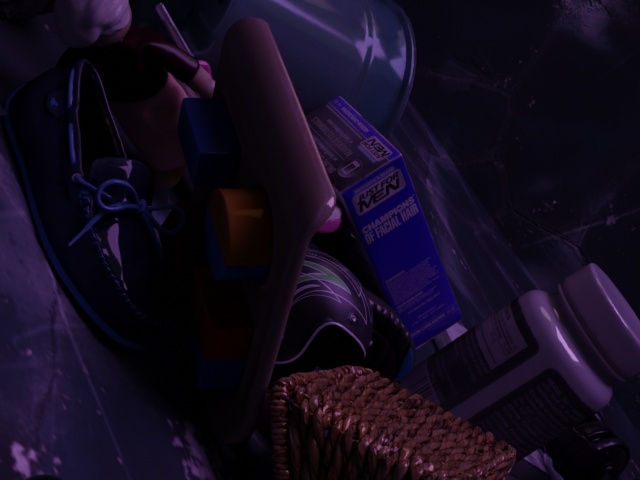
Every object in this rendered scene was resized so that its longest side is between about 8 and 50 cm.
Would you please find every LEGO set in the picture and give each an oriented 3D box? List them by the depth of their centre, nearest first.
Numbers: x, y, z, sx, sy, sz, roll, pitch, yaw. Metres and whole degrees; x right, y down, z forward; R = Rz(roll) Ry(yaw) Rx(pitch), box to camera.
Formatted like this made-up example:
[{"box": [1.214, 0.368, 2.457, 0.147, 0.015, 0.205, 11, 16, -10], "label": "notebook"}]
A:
[{"box": [-0.210, -0.340, 1.672, 0.244, 0.060, 0.182, 59, 0, -10], "label": "LEGO set"}]

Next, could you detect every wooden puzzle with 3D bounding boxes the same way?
[{"box": [-0.104, -0.011, 1.409, 0.081, 0.347, 0.322, 3, 43, -22], "label": "wooden puzzle"}]

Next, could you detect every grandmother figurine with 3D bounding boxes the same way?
[{"box": [-0.220, -0.190, 1.578, 0.342, 0.208, 0.104, 65, 17, -54], "label": "grandmother figurine"}]

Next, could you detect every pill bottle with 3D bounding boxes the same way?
[{"box": [0.297, 0.201, 1.978, 0.204, 0.361, 0.204, 49, 17, -20], "label": "pill bottle"}]

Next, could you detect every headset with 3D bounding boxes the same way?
[{"box": [0.457, 0.393, 2.448, 0.394, 0.185, 0.243, 44, 8, -16], "label": "headset"}]

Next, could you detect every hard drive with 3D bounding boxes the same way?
[{"box": [0.299, 0.282, 2.418, 0.203, 0.040, 0.307, 36, 23, -49], "label": "hard drive"}]

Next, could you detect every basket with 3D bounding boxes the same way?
[{"box": [0.048, 0.279, 1.454, 0.223, 0.213, 0.299, 28, 8, 18], "label": "basket"}]

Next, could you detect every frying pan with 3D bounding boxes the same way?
[{"box": [0.013, 0.022, 1.937, 0.197, 0.053, 0.326, 59, -6, -27], "label": "frying pan"}]

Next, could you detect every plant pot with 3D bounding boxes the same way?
[{"box": [-0.093, -0.285, 1.969, 0.334, 0.341, 0.341, 26, 31, -44], "label": "plant pot"}]

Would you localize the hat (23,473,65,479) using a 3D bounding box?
[{"box": [-0.122, 0.224, 1.031, 0.173, 0.183, 0.208, 48, 17, -25], "label": "hat"}]

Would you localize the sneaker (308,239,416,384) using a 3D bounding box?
[{"box": [0.013, 0.077, 1.849, 0.341, 0.125, 0.139, 47, 12, -32], "label": "sneaker"}]

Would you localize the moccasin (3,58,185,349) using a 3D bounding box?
[{"box": [-0.233, -0.052, 1.401, 0.342, 0.117, 0.138, 61, 17, 20], "label": "moccasin"}]

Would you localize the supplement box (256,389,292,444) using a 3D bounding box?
[{"box": [-0.070, 0.182, 1.481, 0.055, 0.043, 0.083, 46, -7, -30], "label": "supplement box"}]

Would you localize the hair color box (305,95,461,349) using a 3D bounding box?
[{"box": [0.077, -0.019, 1.920, 0.185, 0.110, 0.339, 49, -11, 47], "label": "hair color box"}]

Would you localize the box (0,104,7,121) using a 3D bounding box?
[{"box": [-0.420, -0.190, 1.180, 0.261, 0.103, 0.184, 56, 13, 5], "label": "box"}]

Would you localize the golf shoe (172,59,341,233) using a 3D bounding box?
[{"box": [-0.092, -0.122, 1.765, 0.306, 0.140, 0.115, 32, 14, 4], "label": "golf shoe"}]

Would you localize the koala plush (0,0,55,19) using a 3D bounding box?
[{"box": [-0.372, -0.400, 1.625, 0.221, 0.196, 0.203, 60, 5, 21], "label": "koala plush"}]

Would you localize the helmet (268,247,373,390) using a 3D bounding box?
[{"box": [-0.025, 0.088, 1.574, 0.169, 0.162, 0.169, 53, -16, 22], "label": "helmet"}]
